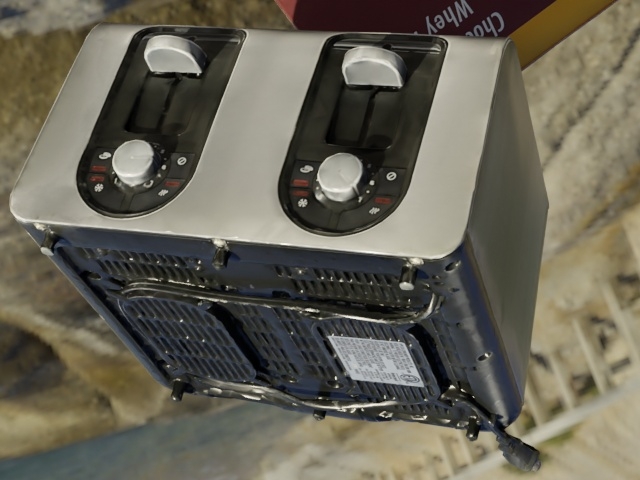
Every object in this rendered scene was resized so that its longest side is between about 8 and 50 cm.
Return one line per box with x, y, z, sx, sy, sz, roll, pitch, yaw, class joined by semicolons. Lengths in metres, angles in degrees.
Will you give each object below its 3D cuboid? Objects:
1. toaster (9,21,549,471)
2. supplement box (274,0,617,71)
0.000;0.000;0.545;0.168;0.110;0.186;5;152;20;toaster
0.047;-0.184;0.682;0.191;0.194;0.129;-36;-154;7;supplement box
